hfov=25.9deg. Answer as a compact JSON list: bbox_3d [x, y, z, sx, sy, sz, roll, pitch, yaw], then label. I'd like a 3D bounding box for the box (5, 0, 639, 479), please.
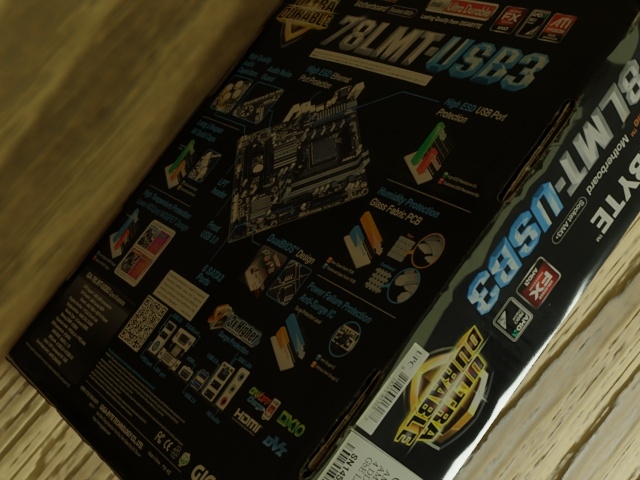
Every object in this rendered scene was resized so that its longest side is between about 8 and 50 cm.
[{"bbox_3d":[0.000,0.000,0.681,0.073,0.295,0.293,42,81,-32],"label":"box"}]
